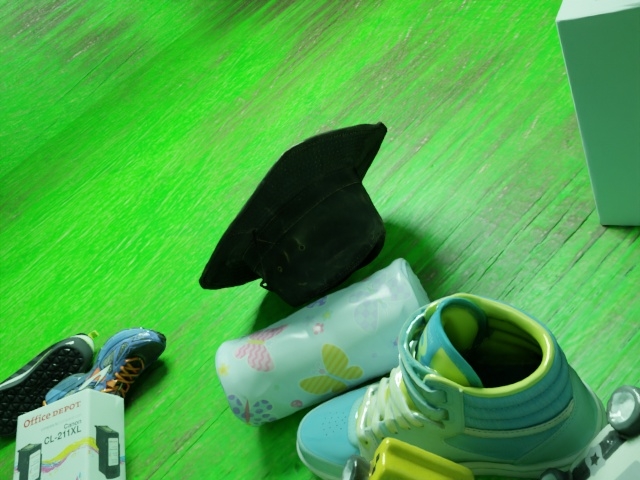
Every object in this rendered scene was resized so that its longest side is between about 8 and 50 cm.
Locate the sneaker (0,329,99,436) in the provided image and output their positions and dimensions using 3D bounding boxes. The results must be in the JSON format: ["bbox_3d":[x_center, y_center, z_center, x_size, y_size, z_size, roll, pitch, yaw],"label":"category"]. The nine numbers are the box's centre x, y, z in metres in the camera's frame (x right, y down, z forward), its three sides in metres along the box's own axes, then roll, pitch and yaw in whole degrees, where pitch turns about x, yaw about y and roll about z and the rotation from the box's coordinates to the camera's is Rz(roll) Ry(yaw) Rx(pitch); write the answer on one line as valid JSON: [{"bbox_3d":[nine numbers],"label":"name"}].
[{"bbox_3d":[-0.470,0.239,0.979,0.234,0.084,0.097,-35,14,-2],"label":"sneaker"}]

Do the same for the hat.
[{"bbox_3d":[0.000,0.000,0.774,0.331,0.331,0.134,-39,75,-6],"label":"hat"}]

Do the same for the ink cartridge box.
[{"bbox_3d":[-0.326,0.299,0.751,0.127,0.072,0.175,-24,57,15],"label":"ink cartridge box"}]

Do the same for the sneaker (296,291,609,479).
[{"bbox_3d":[0.084,0.140,0.548,0.318,0.208,0.127,-16,42,23],"label":"sneaker"}]

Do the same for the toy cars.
[{"bbox_3d":[0.141,0.221,0.435,0.393,0.177,0.087,-22,22,16],"label":"toy cars"}]

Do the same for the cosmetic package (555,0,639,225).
[{"bbox_3d":[0.387,-0.248,0.681,0.097,0.284,0.377,1,49,39],"label":"cosmetic package"}]

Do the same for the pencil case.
[{"bbox_3d":[0.009,0.123,0.700,0.273,0.113,0.124,-27,28,9],"label":"pencil case"}]

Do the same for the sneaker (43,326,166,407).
[{"bbox_3d":[-0.316,0.219,0.877,0.221,0.083,0.087,-42,46,3],"label":"sneaker"}]
